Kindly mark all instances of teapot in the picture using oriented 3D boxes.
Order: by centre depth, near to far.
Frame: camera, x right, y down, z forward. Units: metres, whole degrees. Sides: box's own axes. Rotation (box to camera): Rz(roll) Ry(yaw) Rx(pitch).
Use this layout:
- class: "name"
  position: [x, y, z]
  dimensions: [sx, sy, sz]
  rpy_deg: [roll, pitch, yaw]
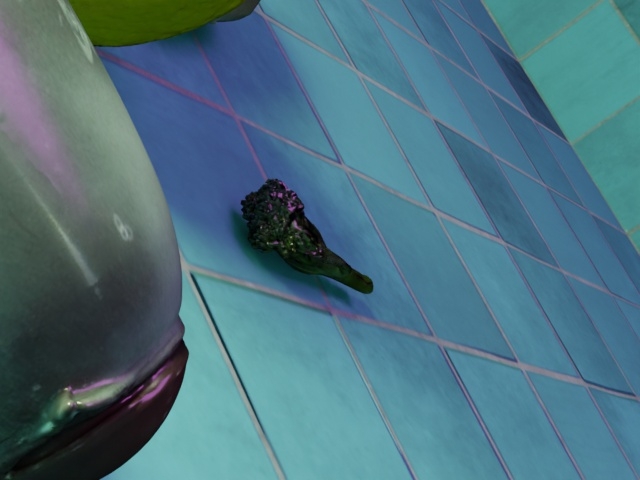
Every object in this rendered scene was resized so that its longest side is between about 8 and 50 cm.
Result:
- class: "teapot"
  position: [-0.204, -0.011, 0.768]
  dimensions: [0.312, 0.233, 0.315]
  rpy_deg: [58, -9, -9]

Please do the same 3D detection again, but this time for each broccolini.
- class: "broccolini"
  position: [-0.010, 0.017, 1.378]
  dimensions: [0.091, 0.068, 0.203]
  rpy_deg: [32, -11, 44]

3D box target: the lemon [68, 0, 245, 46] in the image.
- class: "lemon"
  position: [-0.168, -0.314, 1.138]
  dimensions: [0.336, 0.336, 0.336]
  rpy_deg: [46, 21, -23]

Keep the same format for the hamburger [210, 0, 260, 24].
- class: "hamburger"
  position: [-0.151, -0.336, 1.504]
  dimensions: [0.227, 0.151, 0.295]
  rpy_deg: [61, 14, 5]
